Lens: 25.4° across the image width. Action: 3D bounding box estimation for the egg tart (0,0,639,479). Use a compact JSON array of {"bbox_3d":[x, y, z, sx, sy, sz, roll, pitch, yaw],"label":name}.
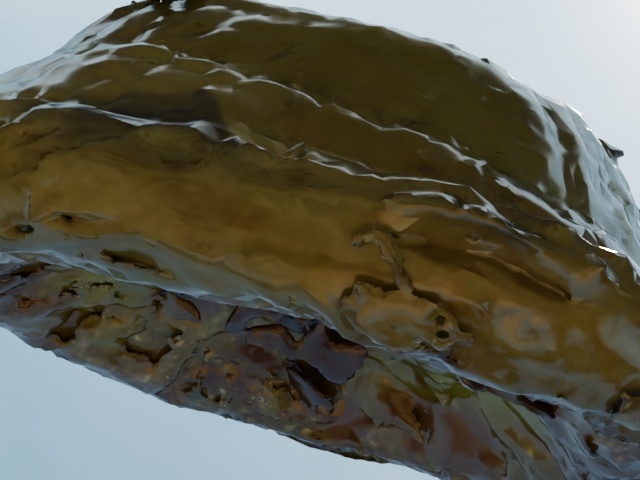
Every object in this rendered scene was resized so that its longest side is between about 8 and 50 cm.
[{"bbox_3d":[0.000,0.000,0.451,0.290,0.290,0.115,11,-104,20],"label":"egg tart"}]
